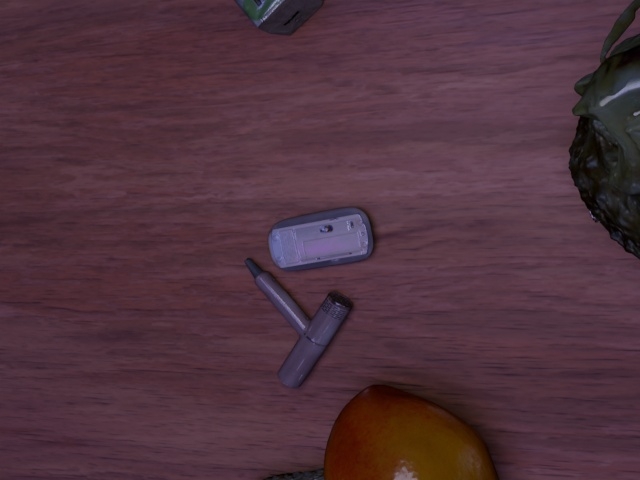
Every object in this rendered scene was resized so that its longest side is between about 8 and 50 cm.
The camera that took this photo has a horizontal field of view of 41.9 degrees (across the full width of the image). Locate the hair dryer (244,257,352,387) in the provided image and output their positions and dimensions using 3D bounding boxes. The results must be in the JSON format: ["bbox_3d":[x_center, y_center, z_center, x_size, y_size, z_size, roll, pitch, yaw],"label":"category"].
[{"bbox_3d":[-0.078,0.137,1.551,0.220,0.054,0.195,35,109,13],"label":"hair dryer"}]

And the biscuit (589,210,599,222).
[{"bbox_3d":[0.522,-0.046,1.303,0.183,0.061,0.118,31,106,11],"label":"biscuit"}]

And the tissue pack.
[{"bbox_3d":[-0.099,-0.480,1.406,0.145,0.159,0.229,-40,84,20],"label":"tissue pack"}]

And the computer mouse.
[{"bbox_3d":[0.001,0.000,1.505,0.199,0.045,0.102,-11,94,21],"label":"computer mouse"}]

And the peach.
[{"bbox_3d":[0.137,0.402,1.397,0.289,0.289,0.308,-39,90,21],"label":"peach"}]

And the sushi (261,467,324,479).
[{"bbox_3d":[-0.042,0.496,1.553,0.225,0.136,0.126,-23,88,29],"label":"sushi"}]

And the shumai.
[{"bbox_3d":[0.467,-0.159,1.092,0.395,0.348,0.394,-14,67,36],"label":"shumai"}]
